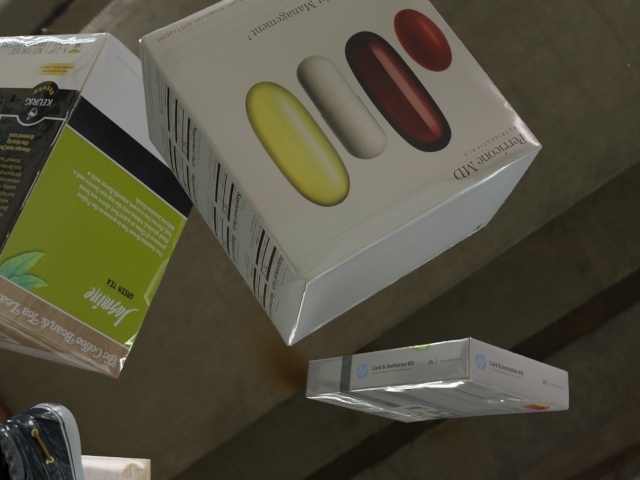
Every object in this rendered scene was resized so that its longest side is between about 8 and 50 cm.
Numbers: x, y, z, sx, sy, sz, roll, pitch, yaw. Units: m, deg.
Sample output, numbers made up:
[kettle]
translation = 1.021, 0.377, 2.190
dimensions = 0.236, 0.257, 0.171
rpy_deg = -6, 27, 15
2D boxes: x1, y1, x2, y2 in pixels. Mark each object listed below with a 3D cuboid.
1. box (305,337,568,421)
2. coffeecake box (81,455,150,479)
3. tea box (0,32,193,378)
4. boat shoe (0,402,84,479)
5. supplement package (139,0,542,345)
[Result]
[box]
translation = 0.102, 0.129, 0.853
dimensions = 0.186, 0.145, 0.038
rpy_deg = -14, -117, 44
[coffeecake box]
translation = -0.320, 0.307, 1.150
dimensions = 0.142, 0.186, 0.068
rpy_deg = -36, -129, 47
[tea box]
translation = -0.350, -0.047, 1.110
dimensions = 0.329, 0.220, 0.323
rpy_deg = 8, -113, 36
[boat shoe]
translation = -0.229, 0.229, 0.772
dimensions = 0.065, 0.083, 0.183
rpy_deg = -16, -93, 27
[supplement package]
translation = 0.007, -0.072, 0.689
dimensions = 0.194, 0.149, 0.203
rpy_deg = -31, -105, -17
